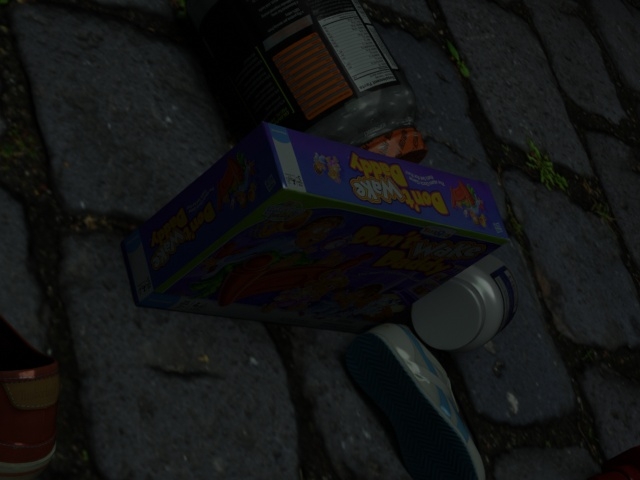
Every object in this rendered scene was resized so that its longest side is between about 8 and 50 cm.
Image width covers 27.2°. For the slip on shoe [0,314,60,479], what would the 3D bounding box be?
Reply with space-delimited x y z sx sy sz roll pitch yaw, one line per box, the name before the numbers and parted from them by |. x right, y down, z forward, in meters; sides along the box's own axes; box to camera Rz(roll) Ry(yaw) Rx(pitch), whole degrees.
slip on shoe | -0.317 0.056 1.014 0.331 0.101 0.123 34 22 27

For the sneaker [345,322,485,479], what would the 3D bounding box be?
sneaker | 0.124 0.194 1.512 0.092 0.087 0.228 -23 81 -57

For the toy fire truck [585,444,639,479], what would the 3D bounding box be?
toy fire truck | 0.410 0.368 1.661 0.246 0.158 0.217 -5 65 -38

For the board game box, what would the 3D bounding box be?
board game box | 0.000 0.000 1.403 0.347 0.233 0.078 11 53 -44

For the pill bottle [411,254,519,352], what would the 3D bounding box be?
pill bottle | 0.173 0.077 1.607 0.112 0.112 0.187 58 18 6

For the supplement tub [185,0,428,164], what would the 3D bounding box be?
supplement tub | -0.012 -0.203 1.598 0.194 0.193 0.316 -16 74 -54
